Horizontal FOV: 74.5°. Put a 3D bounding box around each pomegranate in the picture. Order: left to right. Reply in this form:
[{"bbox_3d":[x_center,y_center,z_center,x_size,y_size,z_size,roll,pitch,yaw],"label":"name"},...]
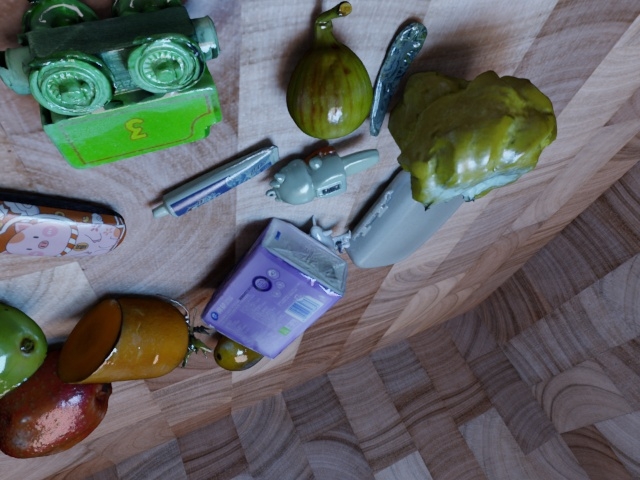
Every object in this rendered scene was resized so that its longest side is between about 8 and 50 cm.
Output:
[{"bbox_3d":[-0.661,0.194,0.808,0.190,0.240,0.159,-38,124,-30],"label":"pomegranate"}]

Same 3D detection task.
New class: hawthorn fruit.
[{"bbox_3d":[-0.629,0.394,1.050,0.300,0.254,0.254,-8,149,-12],"label":"hawthorn fruit"}]

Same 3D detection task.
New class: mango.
[{"bbox_3d":[-0.262,0.381,1.514,0.192,0.146,0.316,-33,167,11],"label":"mango"}]

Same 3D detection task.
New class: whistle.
[{"bbox_3d":[0.003,-0.141,0.884,0.253,0.106,0.102,-19,-177,-2],"label":"whistle"}]

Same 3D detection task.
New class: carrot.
[{"bbox_3d":[-0.433,0.236,1.033,0.193,0.214,0.331,1,166,35],"label":"carrot"}]

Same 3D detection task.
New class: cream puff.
[{"bbox_3d":[0.289,-0.223,0.811,0.323,0.270,0.274,-13,170,-47],"label":"cream puff"}]

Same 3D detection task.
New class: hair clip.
[{"bbox_3d":[0.135,-0.301,0.798,0.066,0.036,0.229,-16,145,-32],"label":"hair clip"}]

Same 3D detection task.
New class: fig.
[{"bbox_3d":[0.005,-0.255,0.671,0.142,0.148,0.186,-18,116,9],"label":"fig"}]

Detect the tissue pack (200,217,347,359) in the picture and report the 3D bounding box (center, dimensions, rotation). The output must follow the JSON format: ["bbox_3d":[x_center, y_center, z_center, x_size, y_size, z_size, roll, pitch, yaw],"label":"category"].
[{"bbox_3d":[-0.124,0.135,1.099,0.242,0.160,0.338,35,124,-14],"label":"tissue pack"}]

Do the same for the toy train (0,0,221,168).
[{"bbox_3d":[-0.241,-0.199,0.526,0.243,0.132,0.188,-19,157,-13],"label":"toy train"}]

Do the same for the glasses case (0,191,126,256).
[{"bbox_3d":[-0.459,-0.022,0.690,0.266,0.067,0.103,6,136,-49],"label":"glasses case"}]

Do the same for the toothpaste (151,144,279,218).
[{"bbox_3d":[-0.199,-0.111,0.811,0.268,0.047,0.069,-29,141,-7],"label":"toothpaste"}]

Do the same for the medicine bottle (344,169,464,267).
[{"bbox_3d":[0.246,-0.061,1.226,0.282,0.123,0.375,-7,146,-39],"label":"medicine bottle"}]

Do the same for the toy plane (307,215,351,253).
[{"bbox_3d":[0.000,0.003,1.158,0.174,0.080,0.174,-7,154,-3],"label":"toy plane"}]
